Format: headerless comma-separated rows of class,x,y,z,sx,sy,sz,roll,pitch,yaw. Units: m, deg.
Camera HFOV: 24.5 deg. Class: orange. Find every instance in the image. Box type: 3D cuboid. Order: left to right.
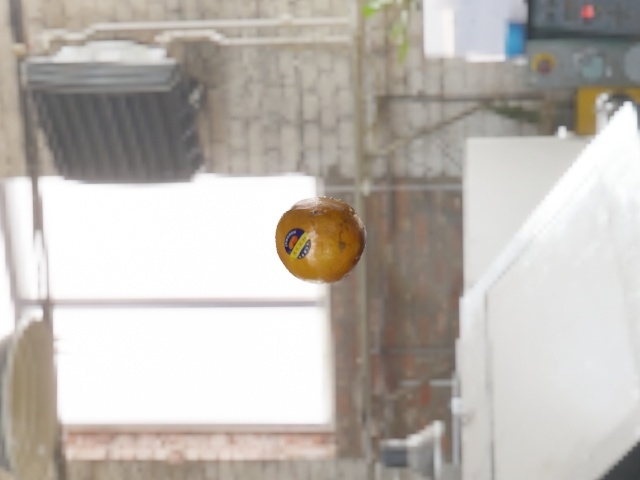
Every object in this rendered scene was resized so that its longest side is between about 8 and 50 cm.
orange,0.001,0.000,1.312,0.083,0.083,0.084,-1,-90,-85
